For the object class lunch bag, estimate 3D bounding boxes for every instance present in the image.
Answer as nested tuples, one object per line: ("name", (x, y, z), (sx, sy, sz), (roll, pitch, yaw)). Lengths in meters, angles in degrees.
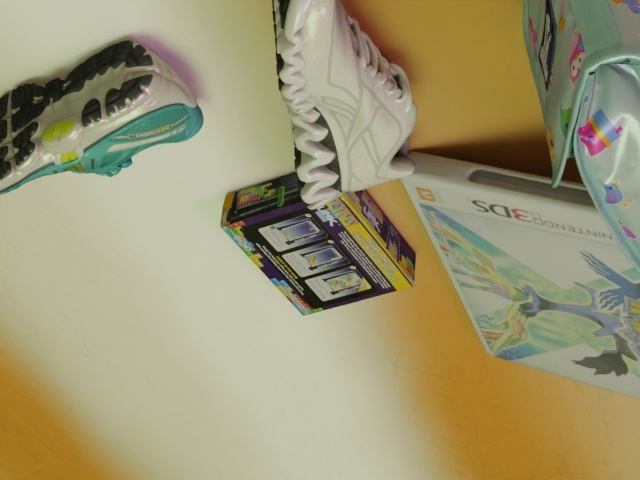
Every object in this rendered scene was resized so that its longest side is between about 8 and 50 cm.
("lunch bag", (0.248, -0.124, 0.971), (0.160, 0.223, 0.262), (-27, 132, 26))

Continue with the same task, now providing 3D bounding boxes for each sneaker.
("sneaker", (0.023, -0.140, 1.098), (0.118, 0.110, 0.292), (-6, 149, 4))
("sneaker", (-0.236, -0.090, 1.200), (0.275, 0.107, 0.110), (-17, 145, 28))

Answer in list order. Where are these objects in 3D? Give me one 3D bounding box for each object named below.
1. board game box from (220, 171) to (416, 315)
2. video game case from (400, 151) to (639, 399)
("board game box", (0.000, 0.000, 1.313), (0.141, 0.048, 0.170), (-17, 136, 25))
("video game case", (0.255, 0.052, 1.247), (0.300, 0.036, 0.329), (14, 151, 36))
